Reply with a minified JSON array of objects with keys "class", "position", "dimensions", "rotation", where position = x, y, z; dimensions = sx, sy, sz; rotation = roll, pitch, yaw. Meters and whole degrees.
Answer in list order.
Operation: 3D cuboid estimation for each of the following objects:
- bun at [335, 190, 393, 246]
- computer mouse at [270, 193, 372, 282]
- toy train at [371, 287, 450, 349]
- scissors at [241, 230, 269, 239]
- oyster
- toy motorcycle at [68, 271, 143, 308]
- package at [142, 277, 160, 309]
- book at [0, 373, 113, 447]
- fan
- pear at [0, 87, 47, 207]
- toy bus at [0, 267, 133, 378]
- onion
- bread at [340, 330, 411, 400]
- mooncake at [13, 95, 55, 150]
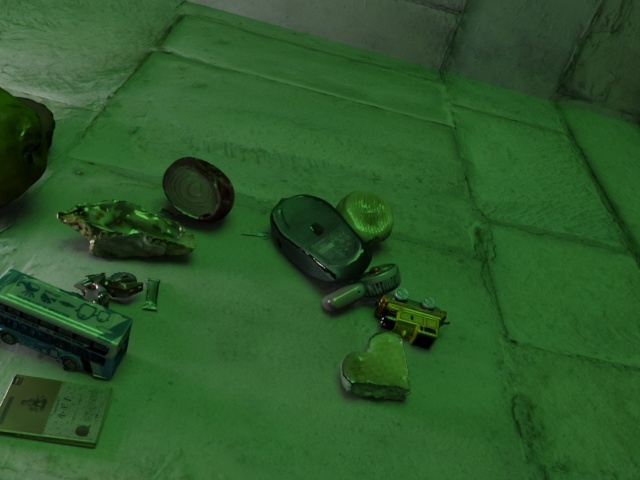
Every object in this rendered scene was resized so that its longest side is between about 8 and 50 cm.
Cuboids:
[{"class":"bun","position":[0.132,-0.051,1.953],"dimensions":[0.178,0.128,0.193],"rotation":[5,49,-17]},{"class":"computer mouse","position":[-0.001,0.003,1.810],"dimensions":[0.203,0.114,0.374],"rotation":[-33,50,-13]},{"class":"toy train","position":[0.238,0.209,1.683],"dimensions":[0.219,0.089,0.127],"rotation":[17,46,-3]},{"class":"scissors","position":[-0.192,-0.017,1.868],"dimensions":[0.083,0.006,0.036],"rotation":[3,40,-19]},{"class":"oyster","position":[-0.505,-0.019,1.656],"dimensions":[0.341,0.110,0.166],"rotation":[0,45,-27]},{"class":"toy motorcycle","position":[-0.504,0.133,1.476],"dimensions":[0.118,0.084,0.212],"rotation":[27,31,27]},{"class":"package","position":[-0.417,0.131,1.568],"dimensions":[0.037,0.015,0.110],"rotation":[6,36,-14]},{"class":"book","position":[-0.525,0.334,1.253],"dimensions":[0.199,0.016,0.138],"rotation":[11,36,-9]},{"class":"fan","position":[0.111,0.127,1.722],"dimensions":[0.244,0.074,0.130],"rotation":[-24,10,-30]},{"class":"pear","position":[-0.900,-0.239,1.578],"dimensions":[0.413,0.352,0.352],"rotation":[-5,40,-10]},{"class":"toy bus","position":[-0.554,0.177,1.337],"dimensions":[0.297,0.131,0.106],"rotation":[25,35,-6]},{"class":"onion","position":[-0.347,-0.150,1.844],"dimensions":[0.207,0.200,0.200],"rotation":[10,34,11]},{"class":"bread","position":[0.150,0.314,1.523],"dimensions":[0.172,0.064,0.232],"rotation":[35,41,22]},{"class":"mooncake","position":[-0.906,-0.321,1.877],"dimensions":[0.228,0.124,0.228],"rotation":[14,39,-12]}]
